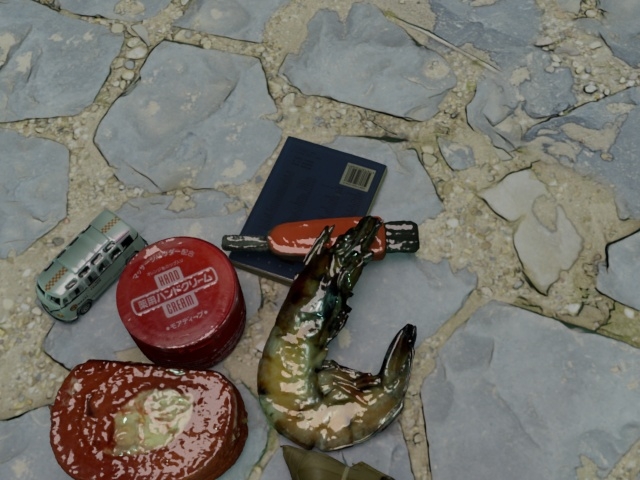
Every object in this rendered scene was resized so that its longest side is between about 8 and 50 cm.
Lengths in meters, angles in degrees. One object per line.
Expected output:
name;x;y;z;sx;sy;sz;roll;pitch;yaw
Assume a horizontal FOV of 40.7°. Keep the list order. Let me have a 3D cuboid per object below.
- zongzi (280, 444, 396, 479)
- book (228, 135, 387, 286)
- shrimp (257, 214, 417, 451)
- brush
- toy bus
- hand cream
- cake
zongzi;-0.009;0.362;1.185;0.197;0.099;0.194;21;24;20
book;-0.019;-0.045;1.469;0.190;0.025;0.269;18;64;12
shrimp;0.046;0.143;1.311;0.233;0.071;0.365;24;80;8
brush;0.000;0.000;1.404;0.323;0.051;0.070;0;69;-2
toy bus;-0.378;0.039;1.403;0.087;0.089;0.194;35;70;19
hand cream;-0.212;0.101;1.342;0.193;0.125;0.193;-1;61;1
cake;-0.247;0.270;1.244;0.282;0.151;0.177;5;74;5
